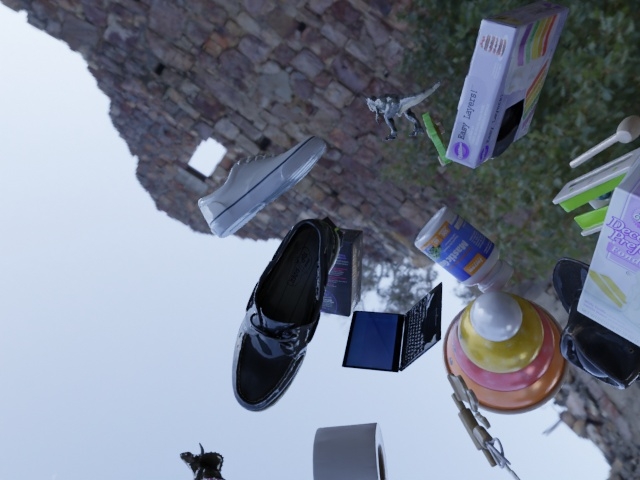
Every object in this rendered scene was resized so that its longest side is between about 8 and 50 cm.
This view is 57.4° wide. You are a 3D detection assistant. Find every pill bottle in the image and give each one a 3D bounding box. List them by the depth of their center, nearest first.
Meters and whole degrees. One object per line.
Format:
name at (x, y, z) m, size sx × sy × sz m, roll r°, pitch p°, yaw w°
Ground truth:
pill bottle at (0.426, 0.038, 1.721) m, size 0.272 × 0.152 × 0.152 m, roll 39°, pitch -162°, yaw 0°

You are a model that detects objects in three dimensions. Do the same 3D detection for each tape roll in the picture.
tape roll at (0.085, 0.620, 1.568) m, size 0.246 × 0.169 × 0.246 m, roll -7°, pitch -90°, yaw -80°

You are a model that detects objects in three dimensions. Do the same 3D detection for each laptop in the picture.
laptop at (0.203, 0.231, 1.617) m, size 0.136 × 0.264 × 0.234 m, roll 33°, pitch -144°, yaw -11°

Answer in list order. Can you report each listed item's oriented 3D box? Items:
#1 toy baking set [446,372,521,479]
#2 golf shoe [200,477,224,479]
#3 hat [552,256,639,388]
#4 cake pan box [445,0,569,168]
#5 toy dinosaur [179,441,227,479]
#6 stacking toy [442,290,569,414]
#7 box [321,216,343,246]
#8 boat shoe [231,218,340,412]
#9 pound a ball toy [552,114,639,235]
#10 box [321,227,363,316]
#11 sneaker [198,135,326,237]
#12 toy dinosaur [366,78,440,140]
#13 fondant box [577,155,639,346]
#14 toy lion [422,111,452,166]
toy baking set at (0.309, 0.370, 1.128) m, size 0.256 × 0.030 × 0.197 m, roll 63°, pitch 179°, yaw 24°
golf shoe at (-0.178, 0.618, 1.244) m, size 0.306 × 0.115 × 0.140 m, roll 13°, pitch 134°, yaw 46°
hat at (0.540, 0.190, 1.128) m, size 0.331 × 0.134 × 0.331 m, roll 47°, pitch 172°, yaw 8°
cake pan box at (0.338, -0.282, 1.065) m, size 0.070 × 0.267 × 0.246 m, roll 31°, pitch -140°, yaw 29°
toy dinosaur at (-0.257, 0.639, 1.428) m, size 0.313 × 0.121 × 0.160 m, roll 55°, pitch -155°, yaw 19°
stacking toy at (0.466, 0.236, 1.516) m, size 0.350 × 0.350 × 0.480 m, roll 50°, pitch 177°, yaw 33°
box at (0.000, 0.000, 1.284) m, size 0.062 × 0.083 × 0.052 m, roll 48°, pitch 158°, yaw 23°
boat shoe at (-0.062, 0.115, 0.951) m, size 0.127 × 0.340 × 0.113 m, roll 26°, pitch 172°, yaw 10°
pound a ball toy at (0.698, -0.161, 1.389) m, size 0.208 × 0.136 × 0.319 m, roll 48°, pitch 157°, yaw 0°
box at (0.048, 0.102, 1.996) m, size 0.165 × 0.270 × 0.143 m, roll 7°, pitch -160°, yaw 17°
sneaker at (-0.109, -0.115, 1.045) m, size 0.091 × 0.258 × 0.094 m, roll 52°, pitch 180°, yaw 6°
toy dinosaur at (0.192, -0.307, 1.410) m, size 0.064 × 0.118 × 0.268 m, roll -19°, pitch -166°, yaw -32°
fondant box at (0.502, 0.051, 0.792) m, size 0.238 × 0.096 × 0.330 m, roll 34°, pitch 159°, yaw 31°
toy lion at (0.228, -0.199, 1.141) m, size 0.100 × 0.034 × 0.096 m, roll 69°, pitch -161°, yaw 8°
